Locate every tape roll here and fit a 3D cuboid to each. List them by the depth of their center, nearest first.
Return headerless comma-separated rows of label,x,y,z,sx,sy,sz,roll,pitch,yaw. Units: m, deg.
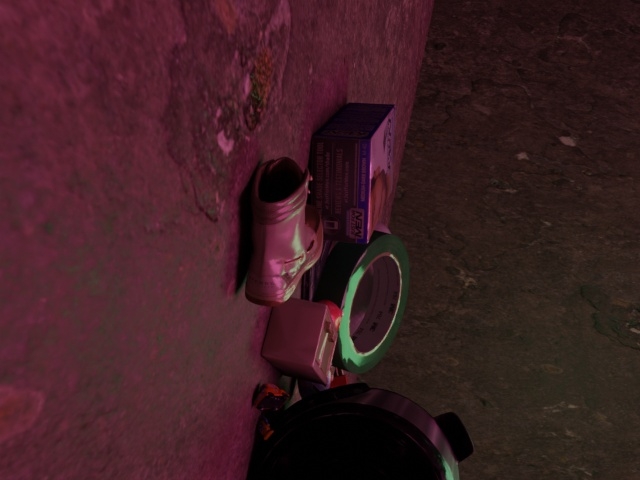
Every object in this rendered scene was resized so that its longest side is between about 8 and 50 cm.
tape roll,0.094,0.134,1.763,0.321,0.077,0.321,-30,127,-49

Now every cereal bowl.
cereal bowl,0.142,0.106,2.063,0.339,0.141,0.338,1,90,-82

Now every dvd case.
dvd case,0.000,0.000,1.543,0.221,0.018,0.164,-69,167,-46

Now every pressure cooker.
pressure cooker,0.074,0.466,1.472,0.420,0.370,0.375,24,81,-78

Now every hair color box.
hair color box,0.068,-0.136,1.453,0.339,0.110,0.185,-55,148,-66

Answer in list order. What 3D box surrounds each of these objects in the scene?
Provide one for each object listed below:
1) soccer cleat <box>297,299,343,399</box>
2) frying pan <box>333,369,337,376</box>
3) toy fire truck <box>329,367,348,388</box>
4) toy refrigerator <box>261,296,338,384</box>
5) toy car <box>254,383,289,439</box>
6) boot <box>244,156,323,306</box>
soccer cleat,-0.018,0.234,1.596,0.095,0.083,0.247,-16,127,-47
frying pan,0.009,0.398,2.034,0.197,0.053,0.326,90,12,-55
toy fire truck,0.044,0.312,2.008,0.192,0.047,0.135,57,23,-78
toy refrigerator,-0.025,0.178,1.351,0.269,0.094,0.102,73,30,-72
toy car,-0.096,0.275,1.273,0.040,0.060,0.122,54,-47,36
boot,-0.041,-0.036,1.022,0.213,0.077,0.165,-62,160,-54
